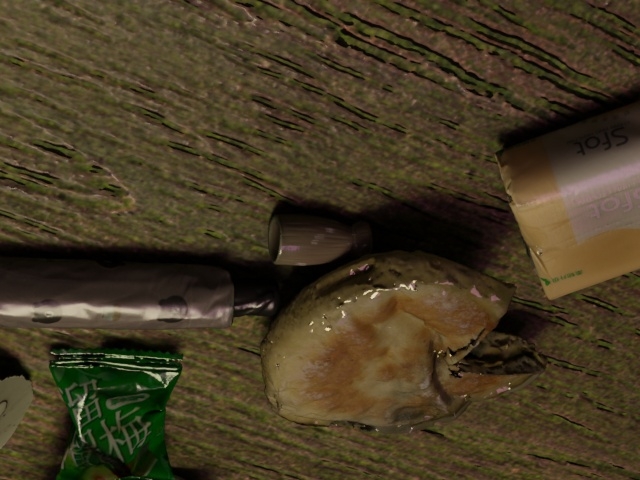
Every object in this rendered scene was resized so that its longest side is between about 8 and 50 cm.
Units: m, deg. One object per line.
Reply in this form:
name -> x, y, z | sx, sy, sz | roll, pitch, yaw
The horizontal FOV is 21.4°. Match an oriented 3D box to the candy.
candy -> -0.231, 0.199, 1.879 | 0.141, 0.078, 0.203 | -6, 124, -20

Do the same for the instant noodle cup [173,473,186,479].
instant noodle cup -> -0.226, 0.399, 1.969 | 0.264, 0.264, 0.200 | 5, 123, -15

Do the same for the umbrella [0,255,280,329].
umbrella -> -0.209, 0.056, 1.744 | 0.337, 0.067, 0.073 | 2, 91, -12

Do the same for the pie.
pie -> 0.081, 0.117, 1.825 | 0.337, 0.075, 0.337 | -3, 147, -2

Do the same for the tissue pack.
tissue pack -> 0.305, -0.047, 1.717 | 0.222, 0.090, 0.186 | -17, 137, 8

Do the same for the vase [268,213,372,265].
vase -> 0.000, 0.000, 1.738 | 0.101, 0.053, 0.053 | 2, 134, -17

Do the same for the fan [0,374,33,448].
fan -> -0.376, 0.185, 1.771 | 0.191, 0.009, 0.329 | -38, 161, -25
